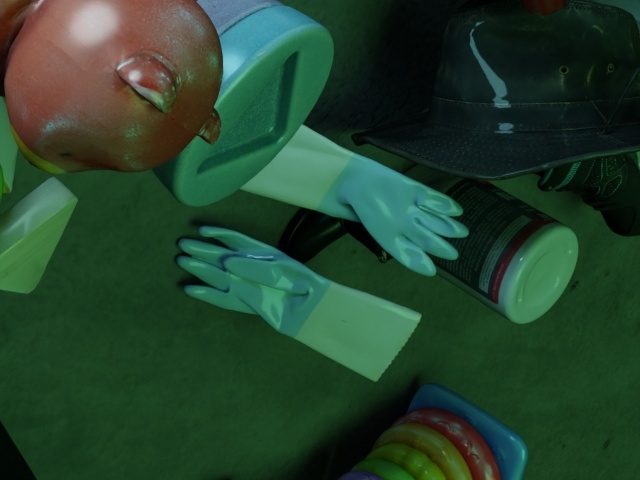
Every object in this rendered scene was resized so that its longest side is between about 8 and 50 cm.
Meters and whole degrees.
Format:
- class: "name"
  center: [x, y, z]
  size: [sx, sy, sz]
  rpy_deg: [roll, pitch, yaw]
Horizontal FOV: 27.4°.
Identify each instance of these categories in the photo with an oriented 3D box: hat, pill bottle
- class: "hat"
  center: [0.190, -0.152, 1.165]
  size: [0.331, 0.331, 0.134]
  rpy_deg: [-18, 112, -41]
- class: "pill bottle"
  center: [0.154, -0.004, 1.306]
  size: [0.108, 0.180, 0.108]
  rpy_deg: [-30, 137, -32]

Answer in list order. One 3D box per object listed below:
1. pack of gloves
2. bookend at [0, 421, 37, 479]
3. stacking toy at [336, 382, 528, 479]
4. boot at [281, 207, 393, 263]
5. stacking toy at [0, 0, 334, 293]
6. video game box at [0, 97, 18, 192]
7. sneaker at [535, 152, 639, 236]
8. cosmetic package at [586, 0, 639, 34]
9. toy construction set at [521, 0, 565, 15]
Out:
- class: "pack of gloves"
  center: [0.000, 0.000, 1.164]
  size: [0.232, 0.046, 0.195]
  rpy_deg: [26, 115, -17]
- class: "bookend"
  center: [-0.285, 0.178, 1.012]
  size: [0.072, 0.156, 0.157]
  rpy_deg: [-33, 94, -29]
- class: "stacking toy"
  center: [0.075, 0.294, 1.441]
  size: [0.302, 0.166, 0.175]
  rpy_deg: [-21, 132, -46]
- class: "boot"
  center: [0.032, -0.009, 1.229]
  size: [0.121, 0.099, 0.045]
  rpy_deg: [-50, 143, -8]
- class: "stacking toy"
  center: [-0.119, -0.033, 0.701]
  size: [0.279, 0.130, 0.309]
  rpy_deg: [-52, 165, 14]
- class: "video game box"
  center: [-0.275, -0.085, 0.701]
  size: [0.205, 0.187, 0.048]
  rpy_deg: [90, 4, -69]
- class: "sneaker"
  center: [0.291, -0.103, 1.470]
  size: [0.139, 0.125, 0.341]
  rpy_deg: [-34, 138, 1]
- class: "cosmetic package"
  center: [0.551, -0.235, 1.466]
  size: [0.329, 0.327, 0.393]
  rpy_deg: [-53, 146, -4]
- class: "toy construction set"
  center: [0.096, -0.293, 1.050]
  size: [0.309, 0.237, 0.257]
  rpy_deg: [16, 74, -70]
